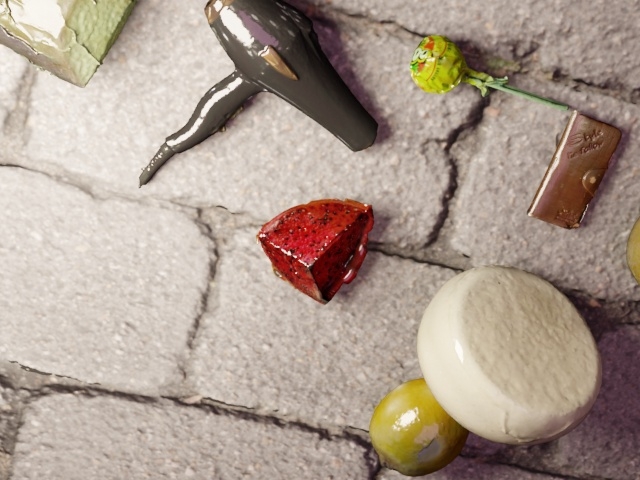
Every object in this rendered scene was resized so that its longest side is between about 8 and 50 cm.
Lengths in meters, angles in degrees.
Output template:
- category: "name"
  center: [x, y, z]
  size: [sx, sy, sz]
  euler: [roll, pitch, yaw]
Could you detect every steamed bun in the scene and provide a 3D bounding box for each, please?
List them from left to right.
- category: "steamed bun"
  center: [0.274, 0.181, 1.008]
  size: [0.283, 0.283, 0.177]
  euler: [21, 141, -10]

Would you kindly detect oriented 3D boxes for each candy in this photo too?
- category: "candy"
  center: [0.255, -0.234, 0.980]
  size: [0.262, 0.073, 0.077]
  euler: [14, 124, -15]

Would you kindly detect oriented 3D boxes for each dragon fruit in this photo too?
- category: "dragon fruit"
  center: [0.000, 0.001, 1.025]
  size: [0.127, 0.120, 0.161]
  euler: [39, 72, 26]

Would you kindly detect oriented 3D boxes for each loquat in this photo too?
- category: "loquat"
  center: [0.172, 0.305, 1.091]
  size: [0.195, 0.152, 0.152]
  euler: [-43, 105, 1]

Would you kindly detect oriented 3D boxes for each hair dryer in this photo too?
- category: "hair dryer"
  center: [-0.123, -0.172, 0.968]
  size: [0.359, 0.120, 0.304]
  euler: [-37, 120, 18]

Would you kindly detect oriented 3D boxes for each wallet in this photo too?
- category: "wallet"
  center: [0.403, -0.107, 1.039]
  size: [0.095, 0.026, 0.176]
  euler: [17, 105, -11]

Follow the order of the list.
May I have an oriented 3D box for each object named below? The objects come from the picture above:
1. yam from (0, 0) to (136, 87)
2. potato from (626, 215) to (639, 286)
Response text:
- category: "yam"
  center: [-0.385, -0.329, 0.840]
  size: [0.271, 0.201, 0.202]
  euler: [29, 104, -18]
- category: "potato"
  center: [0.553, 0.002, 1.037]
  size: [0.117, 0.182, 0.202]
  euler: [25, 99, 33]
